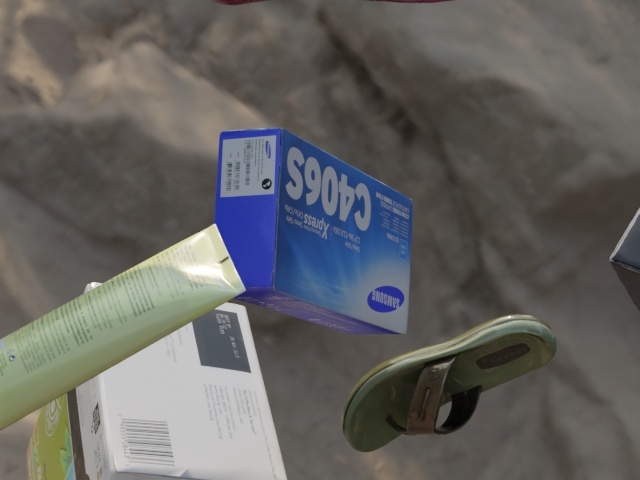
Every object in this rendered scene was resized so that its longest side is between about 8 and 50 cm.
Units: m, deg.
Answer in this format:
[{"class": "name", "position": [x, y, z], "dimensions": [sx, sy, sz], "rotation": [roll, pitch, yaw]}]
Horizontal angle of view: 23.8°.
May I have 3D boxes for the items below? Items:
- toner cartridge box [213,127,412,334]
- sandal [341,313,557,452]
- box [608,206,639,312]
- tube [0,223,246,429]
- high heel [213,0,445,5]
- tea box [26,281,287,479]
[{"class": "toner cartridge box", "position": [0.000, 0.000, 1.635], "dimensions": [0.348, 0.075, 0.165], "rotation": [22, 70, -63]}, {"class": "sandal", "position": [0.154, 0.188, 1.887], "dimensions": [0.120, 0.303, 0.086], "rotation": [42, 28, -41]}, {"class": "box", "position": [0.491, 0.075, 1.411], "dimensions": [0.343, 0.179, 0.312], "rotation": [23, -17, 36]}, {"class": "tube", "position": [-0.171, 0.071, 1.145], "dimensions": [0.070, 0.240, 0.062], "rotation": [60, -1, 11]}, {"class": "high heel", "position": [0.034, -0.202, 1.056], "dimensions": [0.181, 0.127, 0.377], "rotation": [41, 31, -6]}, {"class": "tea box", "position": [-0.215, 0.286, 1.882], "dimensions": [0.220, 0.323, 0.329], "rotation": [9, 35, -21]}]
